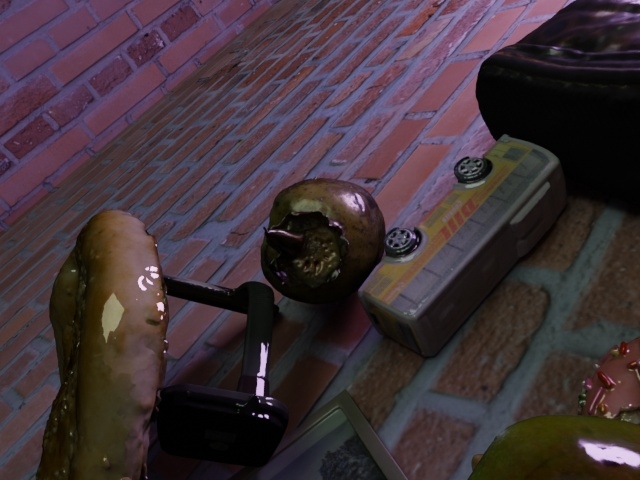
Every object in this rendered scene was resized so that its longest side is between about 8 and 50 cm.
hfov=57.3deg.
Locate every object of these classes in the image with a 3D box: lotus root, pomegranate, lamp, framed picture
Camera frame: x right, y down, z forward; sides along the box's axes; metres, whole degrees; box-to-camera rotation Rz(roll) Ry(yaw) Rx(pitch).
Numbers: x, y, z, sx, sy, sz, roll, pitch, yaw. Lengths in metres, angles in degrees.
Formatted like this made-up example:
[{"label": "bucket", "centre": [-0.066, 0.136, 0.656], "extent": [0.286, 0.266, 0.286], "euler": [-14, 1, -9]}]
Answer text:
[{"label": "lotus root", "centre": [0.002, 0.001, 0.663], "extent": [0.154, 0.154, 0.278], "euler": [-30, 0, 6]}, {"label": "pomegranate", "centre": [0.151, 0.178, 0.349], "extent": [0.159, 0.159, 0.205], "euler": [-36, 7, -5]}, {"label": "lamp", "centre": [-0.136, 0.101, 0.625], "extent": [0.203, 0.124, 0.283], "euler": [10, 29, -10]}, {"label": "framed picture", "centre": [-0.048, 0.279, 0.499], "extent": [0.289, 0.016, 0.213], "euler": [-36, 31, -5]}]

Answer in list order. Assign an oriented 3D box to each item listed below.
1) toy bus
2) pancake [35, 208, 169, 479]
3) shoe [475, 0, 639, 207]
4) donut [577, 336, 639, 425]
[{"label": "toy bus", "centre": [0.159, -0.001, 0.633], "extent": [0.268, 0.092, 0.106], "euler": [-44, 41, -17]}, {"label": "pancake", "centre": [-0.231, 0.153, 0.581], "extent": [0.387, 0.082, 0.386], "euler": [-26, 60, 60]}, {"label": "shoe", "centre": [0.361, -0.163, 0.595], "extent": [0.237, 0.171, 0.384], "euler": [-36, 31, -10]}, {"label": "donut", "centre": [0.259, 0.106, 0.414], "extent": [0.166, 0.065, 0.117], "euler": [-19, 35, 20]}]
